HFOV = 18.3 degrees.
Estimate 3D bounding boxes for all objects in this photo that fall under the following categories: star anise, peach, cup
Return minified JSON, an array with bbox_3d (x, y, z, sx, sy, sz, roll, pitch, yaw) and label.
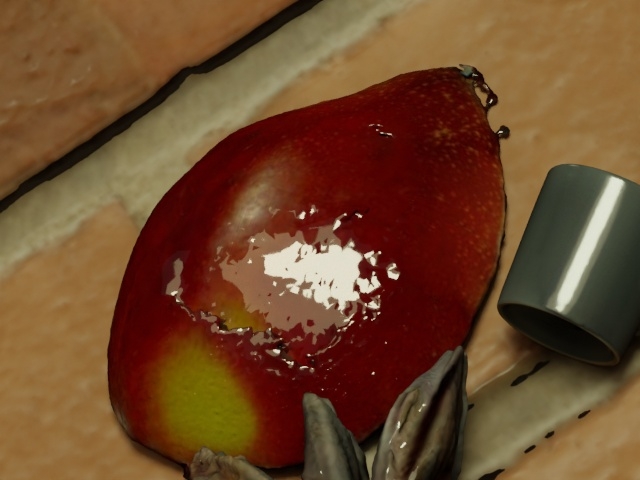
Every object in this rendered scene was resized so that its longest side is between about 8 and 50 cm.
[{"bbox_3d":[0.030,0.156,0.935,0.236,0.093,0.229,19,76,20],"label":"star anise"},{"bbox_3d":[-0.002,-0.001,1.040,0.189,0.068,0.279,28,73,23],"label":"peach"},{"bbox_3d":[0.144,0.019,0.994,0.100,0.078,0.077,28,76,-7],"label":"cup"}]
